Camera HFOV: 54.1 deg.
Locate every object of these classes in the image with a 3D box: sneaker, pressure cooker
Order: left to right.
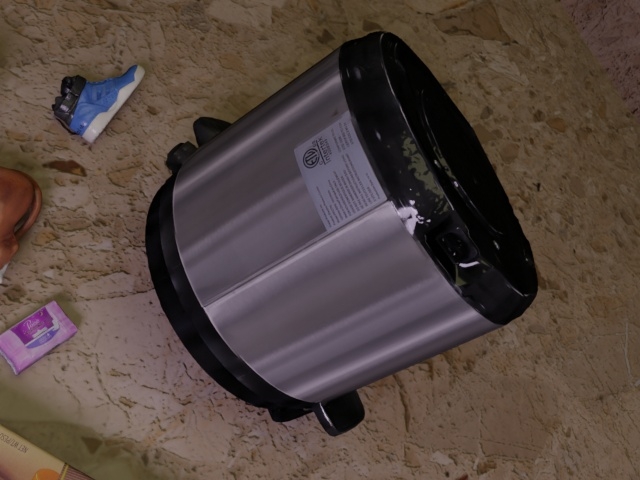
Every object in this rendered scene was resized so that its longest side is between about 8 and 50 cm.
[{"bbox_3d":[-0.321,-0.219,0.899,0.084,0.058,0.152,38,59,-20],"label":"sneaker"},{"bbox_3d":[-0.003,-0.002,0.772,0.375,0.420,0.370,44,28,-31],"label":"pressure cooker"}]

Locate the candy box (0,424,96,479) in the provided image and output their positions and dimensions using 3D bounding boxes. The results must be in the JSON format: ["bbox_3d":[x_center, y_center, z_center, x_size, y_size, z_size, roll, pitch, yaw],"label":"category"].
[{"bbox_3d":[-0.284,0.321,0.611,0.316,0.087,0.183,36,40,-11],"label":"candy box"}]

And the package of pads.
[{"bbox_3d":[-0.337,0.114,0.740,0.050,0.032,0.083,51,52,-1],"label":"package of pads"}]

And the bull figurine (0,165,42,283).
[{"bbox_3d":[-0.481,-0.045,0.694,0.310,0.101,0.188,11,65,-23],"label":"bull figurine"}]
